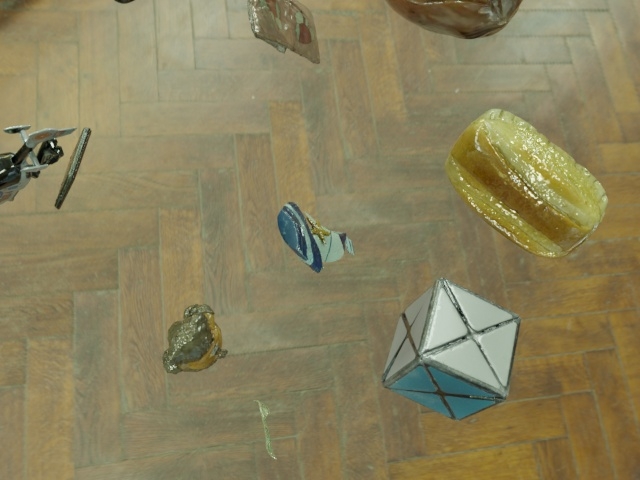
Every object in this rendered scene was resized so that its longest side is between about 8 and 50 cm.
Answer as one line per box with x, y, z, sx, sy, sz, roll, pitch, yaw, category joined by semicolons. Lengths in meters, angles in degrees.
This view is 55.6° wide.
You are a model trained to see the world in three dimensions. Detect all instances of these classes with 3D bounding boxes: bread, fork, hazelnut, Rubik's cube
0.292;-0.076;0.876;0.236;0.140;0.106;40;51;8;bread
-0.138;0.475;1.547;0.028;0.219;0.034;-40;119;3;fork
0.114;-0.233;0.500;0.143;0.154;0.143;-1;85;15;hazelnut
0.338;0.294;1.601;0.260;0.259;0.255;26;55;-2;Rubik's cube

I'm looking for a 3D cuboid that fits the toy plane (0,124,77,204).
-0.341;-0.080;0.668;0.078;0.197;0.053;-22;87;-49;toy plane

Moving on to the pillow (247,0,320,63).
-0.081;-0.468;1.312;0.049;0.248;0.135;-8;87;29;pillow

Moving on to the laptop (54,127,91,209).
-0.694;-0.202;1.696;0.026;0.154;0.207;24;43;-26;laptop

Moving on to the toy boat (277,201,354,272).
0.000;0.000;1.680;0.291;0.067;0.221;14;47;-54;toy boat

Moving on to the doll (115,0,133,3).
-0.090;-0.204;0.319;0.096;0.195;0.070;42;59;-16;doll

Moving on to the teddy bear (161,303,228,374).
-0.291;0.233;1.393;0.140;0.190;0.177;27;79;10;teddy bear
